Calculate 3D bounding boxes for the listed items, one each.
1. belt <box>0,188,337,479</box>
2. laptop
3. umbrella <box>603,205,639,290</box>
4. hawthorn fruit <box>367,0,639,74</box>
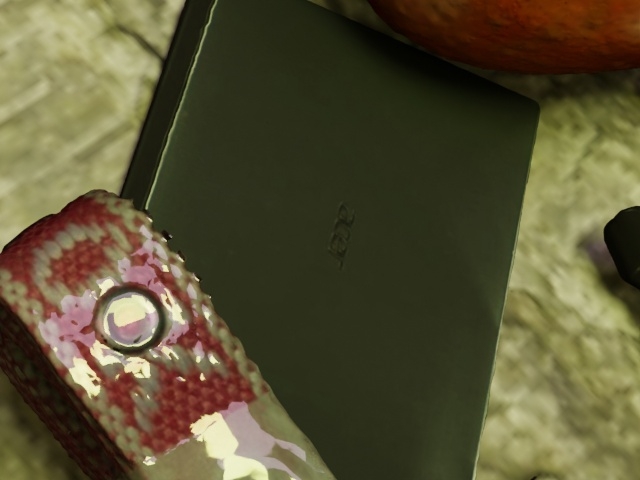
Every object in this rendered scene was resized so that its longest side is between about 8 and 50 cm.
[{"bbox_3d":[-0.008,0.088,0.468,0.053,0.071,0.232,-34,81,-22],"label":"belt"},{"bbox_3d":[0.000,0.000,0.568,0.129,0.016,0.180,23,54,-11],"label":"laptop"},{"bbox_3d":[0.152,0.093,0.549,0.071,0.071,0.248,-4,63,-27],"label":"umbrella"},{"bbox_3d":[0.107,-0.136,0.595,0.200,0.179,0.179,10,56,-9],"label":"hawthorn fruit"}]
